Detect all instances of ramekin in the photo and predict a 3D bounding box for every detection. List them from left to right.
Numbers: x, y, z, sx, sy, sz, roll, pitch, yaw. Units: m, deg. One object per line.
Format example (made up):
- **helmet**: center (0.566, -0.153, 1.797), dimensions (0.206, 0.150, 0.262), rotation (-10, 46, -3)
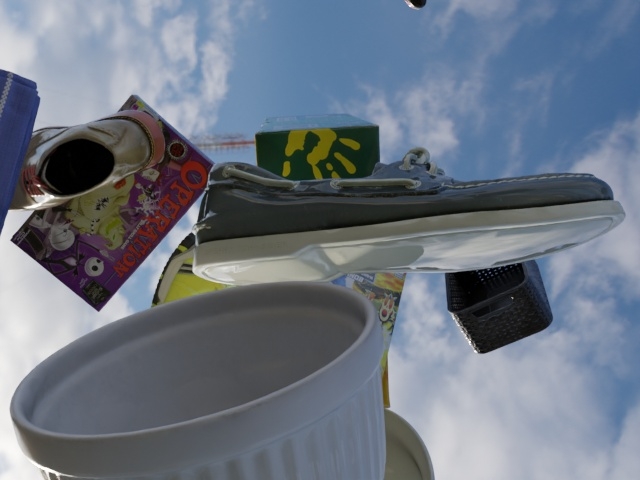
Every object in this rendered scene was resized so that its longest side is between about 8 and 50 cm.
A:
- **ramekin**: center (-0.058, 0.108, 0.417), dimensions (0.207, 0.207, 0.109), rotation (-1, -73, 38)

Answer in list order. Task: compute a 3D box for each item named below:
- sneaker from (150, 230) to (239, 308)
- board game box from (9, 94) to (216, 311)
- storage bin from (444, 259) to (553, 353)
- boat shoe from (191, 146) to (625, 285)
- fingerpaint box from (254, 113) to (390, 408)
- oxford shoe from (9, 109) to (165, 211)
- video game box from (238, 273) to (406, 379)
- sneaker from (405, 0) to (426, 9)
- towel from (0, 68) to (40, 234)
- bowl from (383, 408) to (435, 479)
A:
- **sneaker**: center (-0.179, 0.044, 1.336), dimensions (0.147, 0.384, 0.145), rotation (29, -32, 6)
- **board game box**: center (-0.366, -0.065, 1.290), dimensions (0.208, 0.056, 0.347), rotation (40, -83, -12)
- **storage bin**: center (0.257, 0.067, 1.053), dimensions (0.122, 0.180, 0.084), rotation (-27, -67, 20)
- **boat shoe**: center (0.056, -0.030, 0.538), dimensions (0.319, 0.116, 0.099), rotation (-6, -109, 13)
- **fingerpaint box**: center (0.000, 0.000, 1.100), dimensions (0.163, 0.445, 0.371), rotation (-4, -79, -2)
- **oxford shoe**: center (-0.410, -0.111, 1.082), dimensions (0.348, 0.130, 0.123), rotation (-17, -76, 24)
- **video game box**: center (0.001, 0.071, 0.776), dimensions (0.048, 0.205, 0.187), rotation (2, -108, 49)
- **sneaker**: center (0.164, -0.458, 1.227), dimensions (0.057, 0.047, 0.119), rotation (-142, -144, -65)
- **towel**: center (-0.533, -0.133, 0.864), dimensions (0.040, 0.336, 0.243), rotation (-1, -105, 56)
- **bowl**: center (0.032, 0.376, 0.949), dimensions (0.298, 0.298, 0.134), rotation (1, -43, 37)
